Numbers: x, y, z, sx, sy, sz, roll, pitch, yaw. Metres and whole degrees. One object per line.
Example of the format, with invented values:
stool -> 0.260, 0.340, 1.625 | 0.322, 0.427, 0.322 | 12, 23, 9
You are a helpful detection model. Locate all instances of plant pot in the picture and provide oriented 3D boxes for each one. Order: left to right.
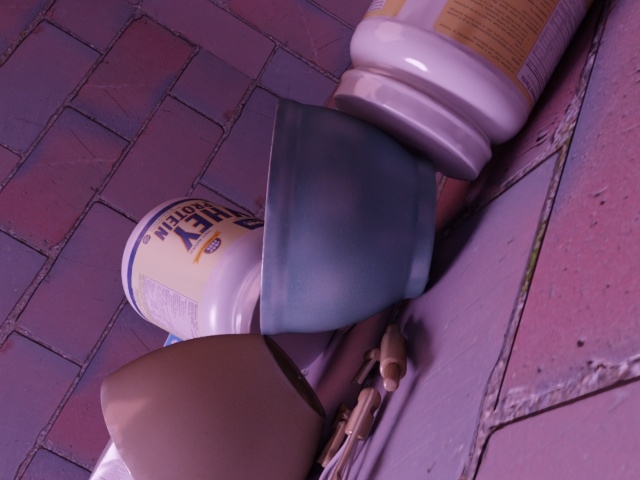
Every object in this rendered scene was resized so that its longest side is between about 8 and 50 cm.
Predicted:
plant pot -> -0.106, 0.227, 1.021 | 0.191, 0.284, 0.284 | -37, 10, 1
plant pot -> 0.035, -0.021, 1.009 | 0.293, 0.196, 0.293 | -175, 90, -90

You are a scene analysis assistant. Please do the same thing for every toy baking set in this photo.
toy baking set -> 0.046, 0.203, 0.924 | 0.196, 0.030, 0.256 | -63, 2, 12

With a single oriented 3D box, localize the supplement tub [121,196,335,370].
supplement tub -> -0.147, 0.072, 1.339 | 0.325, 0.235, 0.235 | 19, 76, 41

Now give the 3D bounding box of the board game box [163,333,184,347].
board game box -> -0.189, 0.144, 1.667 | 0.308, 0.086, 0.302 | -64, -12, -2

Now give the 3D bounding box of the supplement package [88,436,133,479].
supplement package -> -0.318, 0.414, 1.665 | 0.262, 0.198, 0.199 | -59, 8, 6

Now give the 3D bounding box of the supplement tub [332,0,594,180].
supplement tub -> 0.184, -0.266, 1.005 | 0.331, 0.241, 0.241 | -60, 9, -3

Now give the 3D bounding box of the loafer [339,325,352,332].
loafer -> 0.054, 0.084, 1.220 | 0.125, 0.039, 0.045 | -55, 11, 26
